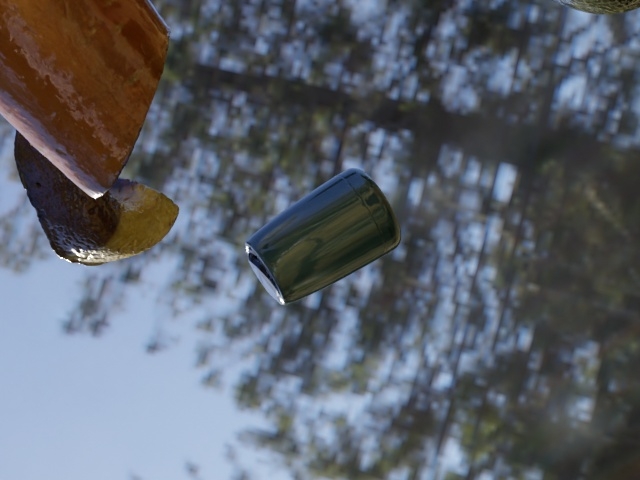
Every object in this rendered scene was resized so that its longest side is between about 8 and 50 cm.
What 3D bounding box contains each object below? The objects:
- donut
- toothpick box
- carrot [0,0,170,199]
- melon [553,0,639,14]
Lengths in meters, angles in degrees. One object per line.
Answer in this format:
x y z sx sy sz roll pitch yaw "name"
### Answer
-0.319 -0.051 2.326 0.295 0.112 0.151 39 -119 -40 "donut"
0.000 0.000 2.103 0.184 0.120 0.120 -32 -32 -11 "toothpick box"
-0.285 -0.230 1.680 0.214 0.331 0.193 -52 15 -15 "carrot"
0.254 -0.365 1.598 0.237 0.237 0.301 63 -178 -63 "melon"
